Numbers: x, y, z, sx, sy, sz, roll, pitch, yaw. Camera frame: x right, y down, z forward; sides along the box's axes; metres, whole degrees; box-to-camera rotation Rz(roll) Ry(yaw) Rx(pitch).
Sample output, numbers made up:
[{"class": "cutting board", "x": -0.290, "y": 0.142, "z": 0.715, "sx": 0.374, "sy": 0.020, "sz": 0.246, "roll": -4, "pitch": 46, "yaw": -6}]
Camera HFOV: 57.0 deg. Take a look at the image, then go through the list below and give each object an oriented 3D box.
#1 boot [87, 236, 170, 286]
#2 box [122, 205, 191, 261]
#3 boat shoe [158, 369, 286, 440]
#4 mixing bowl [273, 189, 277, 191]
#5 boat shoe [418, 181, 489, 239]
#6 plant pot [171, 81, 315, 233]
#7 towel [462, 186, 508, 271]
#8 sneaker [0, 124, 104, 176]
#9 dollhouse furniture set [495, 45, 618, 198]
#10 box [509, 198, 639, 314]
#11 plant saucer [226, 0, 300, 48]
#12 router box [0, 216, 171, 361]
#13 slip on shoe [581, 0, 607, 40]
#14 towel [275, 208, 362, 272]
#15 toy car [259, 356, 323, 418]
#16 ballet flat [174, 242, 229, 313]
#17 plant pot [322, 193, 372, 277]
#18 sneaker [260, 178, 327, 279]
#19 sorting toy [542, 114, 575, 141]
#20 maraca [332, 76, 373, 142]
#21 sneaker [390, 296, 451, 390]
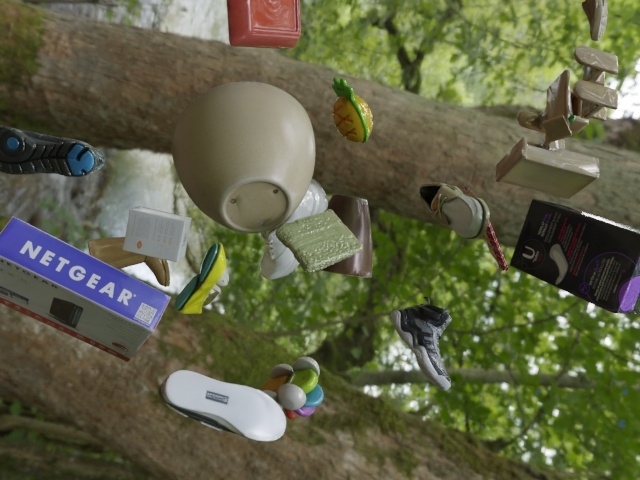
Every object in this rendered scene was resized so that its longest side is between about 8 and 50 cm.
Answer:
[{"class": "boot", "x": -0.728, "y": 0.090, "z": 2.256, "sx": 0.089, "sy": 0.269, "sz": 0.236, "roll": -3, "pitch": -81, "yaw": 64}, {"class": "box", "x": -0.493, "y": -0.021, "z": 1.788, "sx": 0.091, "sy": 0.170, "sz": 0.130, "roll": -81, "pitch": -175, "yaw": -81}, {"class": "boat shoe", "x": -0.226, "y": 0.385, "z": 1.351, "sx": 0.102, "sy": 0.301, "sz": 0.108, "roll": -39, "pitch": -147, "yaw": 54}, {"class": "mixing bowl", "x": -0.107, "y": -0.154, "z": 1.709, "sx": 0.181, "sy": 0.098, "sz": 0.182, "roll": 6, "pitch": 90, "yaw": -71}, {"class": "boat shoe", "x": 0.339, "y": -0.082, "z": 1.543, "sx": 0.302, "sy": 0.103, "sz": 0.113, "roll": -119, "pitch": -138, "yaw": -71}, {"class": "plant pot", "x": -0.134, "y": -0.124, "z": 1.113, "sx": 0.191, "sy": 0.283, "sz": 0.284, "roll": -106, "pitch": -158, "yaw": -43}, {"class": "towel", "x": 0.556, "y": -0.042, "z": 2.001, "sx": 0.199, "sy": 0.031, "sz": 0.275, "roll": -83, "pitch": 148, "yaw": -71}, {"class": "sneaker", "x": -0.777, "y": -0.237, "z": 1.643, "sx": 0.140, "sy": 0.340, "sz": 0.125, "roll": -96, "pitch": -162, "yaw": -82}, {"class": "dollhouse furniture set", "x": 0.725, "y": -0.364, "z": 1.887, "sx": 0.362, "sy": 0.256, "sz": 0.395, "roll": 118, "pitch": -17, "yaw": -66}, {"class": "box", "x": 0.571, "y": 0.031, "z": 1.252, "sx": 0.270, "sy": 0.143, "sz": 0.165, "roll": 32, "pitch": -70, "yaw": 51}, {"class": "plant saucer", "x": -0.125, "y": -0.599, "z": 1.415, "sx": 0.258, "sy": 0.047, "sz": 0.259, "roll": -24, "pitch": 116, "yaw": -54}, {"class": "router box", "x": -0.513, "y": 0.119, "z": 1.235, "sx": 0.301, "sy": 0.335, "sz": 0.082, "roll": -41, "pitch": -156, "yaw": 55}, {"class": "slip on shoe", "x": 0.501, "y": -0.429, "z": 1.080, "sx": 0.051, "sy": 0.041, "sz": 0.136, "roll": 14, "pitch": 82, "yaw": -56}, {"class": "towel", "x": 0.000, "y": 0.000, "z": 1.057, "sx": 0.148, "sy": 0.110, "sz": 0.027, "roll": -21, "pitch": 152, "yaw": -41}, {"class": "toy car", "x": -0.070, "y": 0.406, "z": 1.552, "sx": 0.181, "sy": 0.136, "sz": 0.159, "roll": -24, "pitch": -163, "yaw": 30}, {"class": "ballet flat", "x": -0.258, "y": 0.094, "z": 1.365, "sx": 0.231, "sy": 0.077, "sz": 0.077, "roll": -51, "pitch": -151, "yaw": 31}, {"class": "plant pot", "x": 0.073, "y": -0.020, "z": 1.808, "sx": 0.215, "sy": 0.215, "sz": 0.231, "roll": -19, "pitch": 120, "yaw": -86}, {"class": "sneaker", "x": -0.096, "y": -0.021, "z": 1.388, "sx": 0.129, "sy": 0.111, "sz": 0.297, "roll": -13, "pitch": 140, "yaw": -40}, {"class": "sorting toy", "x": 0.624, "y": -0.294, "z": 1.523, "sx": 0.083, "sy": 0.062, "sz": 0.012, "roll": -16, "pitch": -155, "yaw": 43}, {"class": "maraca", "x": 0.078, "y": -0.340, "z": 1.546, "sx": 0.127, "sy": 0.099, "sz": 0.186, "roll": 32, "pitch": -30, "yaw": 57}, {"class": "sneaker", "x": 0.327, "y": 0.285, "z": 1.693, "sx": 0.153, "sy": 0.269, "sz": 0.101, "roll": -31, "pitch": 153, "yaw": -4}]
